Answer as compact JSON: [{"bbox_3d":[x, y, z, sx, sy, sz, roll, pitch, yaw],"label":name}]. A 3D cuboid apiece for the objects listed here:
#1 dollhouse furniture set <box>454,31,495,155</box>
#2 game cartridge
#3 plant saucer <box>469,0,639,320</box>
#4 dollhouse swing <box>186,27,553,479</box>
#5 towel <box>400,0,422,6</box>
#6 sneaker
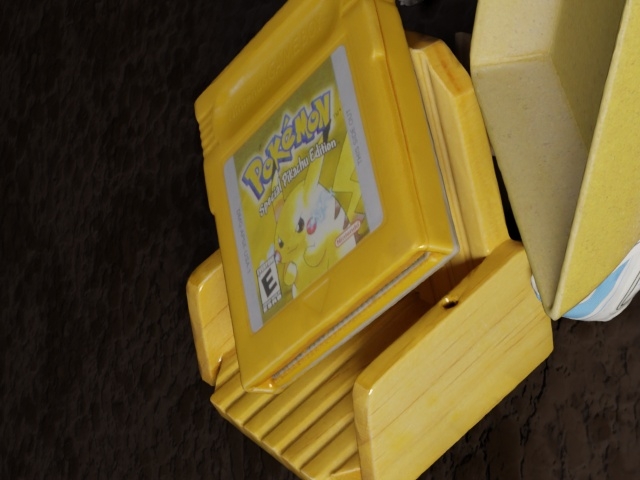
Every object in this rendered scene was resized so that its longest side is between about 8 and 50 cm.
[{"bbox_3d":[0.216,-0.206,1.407,0.262,0.135,0.259,-14,73,54],"label":"dollhouse furniture set"},{"bbox_3d":[-0.010,-0.064,1.448,0.285,0.052,0.324,-42,52,43],"label":"game cartridge"},{"bbox_3d":[0.196,-0.168,1.166,0.333,0.081,0.333,-99,11,-49],"label":"plant saucer"},{"bbox_3d":[0.000,0.000,1.516,0.315,0.305,0.347,-41,34,-14],"label":"dollhouse swing"},{"bbox_3d":[0.103,-0.404,1.683,0.187,0.049,0.282,-47,49,43],"label":"towel"},{"bbox_3d":[0.266,-0.015,1.351,0.237,0.086,0.085,-53,43,35],"label":"sneaker"}]
